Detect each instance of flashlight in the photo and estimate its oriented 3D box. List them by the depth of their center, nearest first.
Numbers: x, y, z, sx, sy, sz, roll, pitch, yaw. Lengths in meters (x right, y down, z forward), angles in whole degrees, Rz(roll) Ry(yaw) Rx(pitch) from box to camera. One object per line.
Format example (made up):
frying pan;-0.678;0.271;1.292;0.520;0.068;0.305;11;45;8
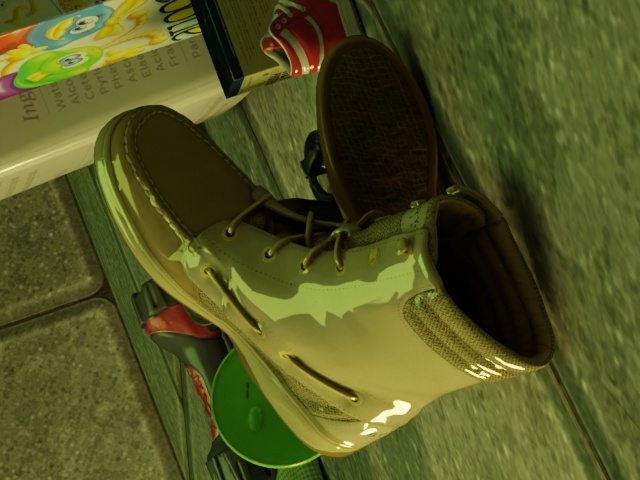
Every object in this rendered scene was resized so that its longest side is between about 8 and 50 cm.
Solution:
flashlight;-0.150;0.191;2.300;0.103;0.103;0.304;111;140;-71

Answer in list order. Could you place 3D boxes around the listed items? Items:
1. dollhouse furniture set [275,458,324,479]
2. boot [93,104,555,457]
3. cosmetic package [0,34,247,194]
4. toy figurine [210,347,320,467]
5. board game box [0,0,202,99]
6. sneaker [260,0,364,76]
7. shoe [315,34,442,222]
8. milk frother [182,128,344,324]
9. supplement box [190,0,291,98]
dollhouse furniture set;-0.048;0.386;2.015;0.301;0.151;0.198;90;158;-57
boot;0.000;0.000;1.047;0.262;0.095;0.203;53;139;-7
cosmetic package;-0.296;-0.211;1.576;0.329;0.393;0.327;166;81;-77
toy figurine;-0.033;0.144;1.719;0.159;0.130;0.173;79;-169;-75
board game box;-0.177;-0.218;1.338;0.142;0.275;0.144;116;134;-74
sneaker;-0.018;-0.168;1.203;0.042;0.067;0.118;127;123;-76
shoe;0.043;-0.025;1.129;0.058;0.076;0.219;19;129;69
milk frother;-0.035;-0.012;1.363;0.143;0.134;0.129;57;131;41
supplement box;-0.040;-0.158;1.279;0.056;0.083;0.083;135;115;-77
